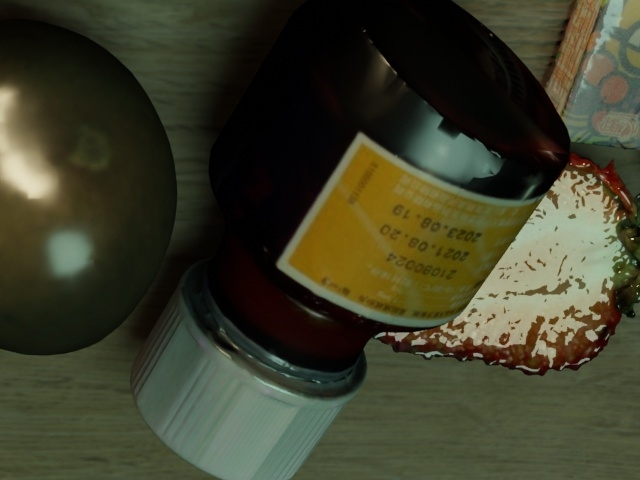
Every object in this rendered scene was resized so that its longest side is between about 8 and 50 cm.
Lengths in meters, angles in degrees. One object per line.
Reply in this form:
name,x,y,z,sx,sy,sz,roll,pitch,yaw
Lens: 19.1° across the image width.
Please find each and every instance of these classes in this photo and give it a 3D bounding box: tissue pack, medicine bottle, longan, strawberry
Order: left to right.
longan,-0.207,-0.036,1.354,0.248,0.248,0.248,-11,123,-17
medicine bottle,0.000,0.000,1.488,0.242,0.242,0.395,18,125,-31
strawberry,0.176,0.019,1.645,0.286,0.106,0.188,-11,101,-1
tissue pack,0.254,-0.152,1.593,0.108,0.060,0.148,7,116,-25
